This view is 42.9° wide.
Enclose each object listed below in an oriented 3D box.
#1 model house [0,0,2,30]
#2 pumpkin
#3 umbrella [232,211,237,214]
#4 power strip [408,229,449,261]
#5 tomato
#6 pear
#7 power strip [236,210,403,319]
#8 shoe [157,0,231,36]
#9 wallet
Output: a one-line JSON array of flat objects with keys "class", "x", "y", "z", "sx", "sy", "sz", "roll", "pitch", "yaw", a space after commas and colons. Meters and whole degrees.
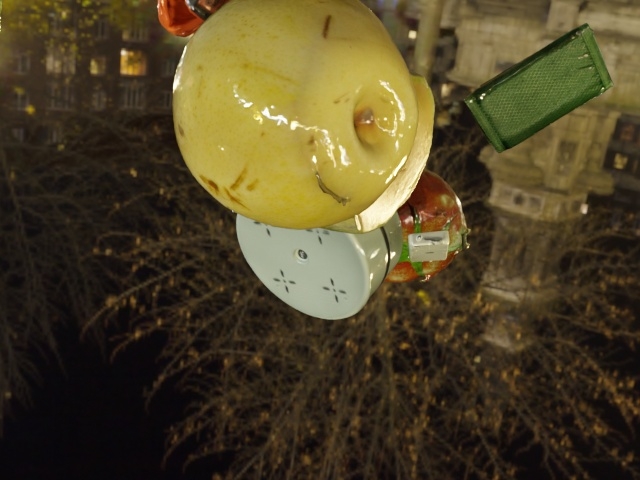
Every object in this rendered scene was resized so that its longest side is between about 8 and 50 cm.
[{"class": "model house", "x": -0.452, "y": -0.196, "z": 0.882, "sx": 0.216, "sy": 0.237, "sz": 0.303, "roll": 6, "pitch": -177, "yaw": -3}, {"class": "pumpkin", "x": 0.050, "y": -0.155, "z": 1.361, "sx": 0.199, "sy": 0.332, "sz": 0.332, "roll": 24, "pitch": -156, "yaw": 33}, {"class": "umbrella", "x": -0.112, "y": -0.132, "z": 1.918, "sx": 0.236, "sy": 0.059, "sz": 0.066, "roll": -32, "pitch": -175, "yaw": 24}, {"class": "power strip", "x": 0.221, "y": 0.014, "z": 1.677, "sx": 0.082, "sy": 0.035, "sz": 0.192, "roll": -4, "pitch": 168, "yaw": 6}, {"class": "tomato", "x": 0.209, "y": -0.048, "z": 2.033, "sx": 0.304, "sy": 0.303, "sz": 0.239, "roll": 2, "pitch": -139, "yaw": -18}, {"class": "pear", "x": -0.028, "y": -0.163, "z": 1.003, "sx": 0.309, "sy": 0.309, "sz": 0.309, "roll": 7, "pitch": -162, "yaw": -2}, {"class": "power strip", "x": 0.000, "y": 0.000, "z": 1.736, "sx": 0.358, "sy": 0.357, "sz": 0.161, "roll": 17, "pitch": -137, "yaw": 28}, {"class": "shoe", "x": -0.126, "y": -0.377, "z": 1.115, "sx": 0.132, "sy": 0.171, "sz": 0.336, "roll": 30, "pitch": 147, "yaw": -34}, {"class": "wallet", "x": 0.378, "y": -0.262, "z": 1.415, "sx": 0.160, "sy": 0.236, "sz": 0.055, "roll": 44, "pitch": -162, "yaw": -47}]
